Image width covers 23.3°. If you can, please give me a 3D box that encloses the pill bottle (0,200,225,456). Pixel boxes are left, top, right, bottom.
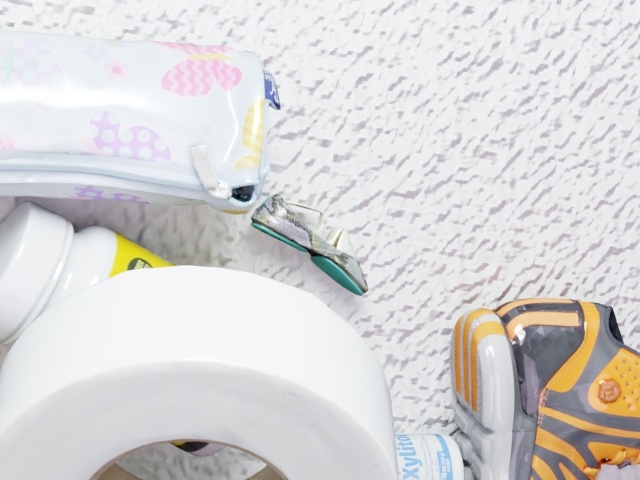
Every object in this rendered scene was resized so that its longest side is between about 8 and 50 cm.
[{"bbox_3d":[-0.145,0.063,1.121,0.208,0.119,0.119,30,99,-23],"label":"pill bottle"}]

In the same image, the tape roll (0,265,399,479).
[{"bbox_3d":[-0.088,0.157,1.057,0.286,0.100,0.286,-2,127,-2],"label":"tape roll"}]

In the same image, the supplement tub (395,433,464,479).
[{"bbox_3d":[0.056,0.191,1.250,0.107,0.071,0.071,1,109,-17],"label":"supplement tub"}]

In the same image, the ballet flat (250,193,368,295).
[{"bbox_3d":[0.000,0.000,1.184,0.114,0.041,0.041,34,97,-24],"label":"ballet flat"}]

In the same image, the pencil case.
[{"bbox_3d":[-0.170,-0.078,1.062,0.273,0.124,0.113,4,148,-15],"label":"pencil case"}]

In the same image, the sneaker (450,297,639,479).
[{"bbox_3d":[0.206,0.201,1.266,0.180,0.124,0.321,-6,111,-13],"label":"sneaker"}]
